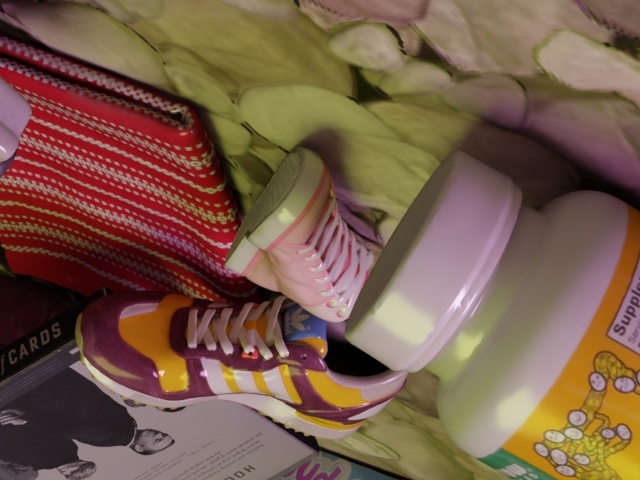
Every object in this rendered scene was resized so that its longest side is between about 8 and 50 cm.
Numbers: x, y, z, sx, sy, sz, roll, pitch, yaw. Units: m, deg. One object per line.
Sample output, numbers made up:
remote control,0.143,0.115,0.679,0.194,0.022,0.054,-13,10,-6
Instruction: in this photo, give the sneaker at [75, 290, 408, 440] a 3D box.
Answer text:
sneaker,-0.039,0.054,0.835,0.185,0.070,0.084,14,142,-26

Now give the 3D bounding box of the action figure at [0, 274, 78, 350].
action figure,-0.274,0.043,1.056,0.370,0.248,0.276,16,115,0

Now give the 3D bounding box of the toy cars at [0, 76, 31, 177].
toy cars,-0.190,-0.125,0.615,0.176,0.087,0.394,26,156,5

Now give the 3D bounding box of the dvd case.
dvd case,-0.134,0.129,0.968,0.179,0.030,0.238,-31,142,15

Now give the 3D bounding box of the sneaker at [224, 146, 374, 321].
sneaker,0.000,0.000,0.722,0.070,0.051,0.134,29,162,-5

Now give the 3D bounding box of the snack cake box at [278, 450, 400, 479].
snack cake box,0.039,0.237,1.141,0.264,0.089,0.152,16,157,29

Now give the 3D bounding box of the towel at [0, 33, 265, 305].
towel,-0.129,-0.022,0.855,0.198,0.031,0.275,21,157,17

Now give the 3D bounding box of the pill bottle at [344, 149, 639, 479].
pill bottle,0.120,0.053,0.600,0.208,0.118,0.117,31,158,-4
